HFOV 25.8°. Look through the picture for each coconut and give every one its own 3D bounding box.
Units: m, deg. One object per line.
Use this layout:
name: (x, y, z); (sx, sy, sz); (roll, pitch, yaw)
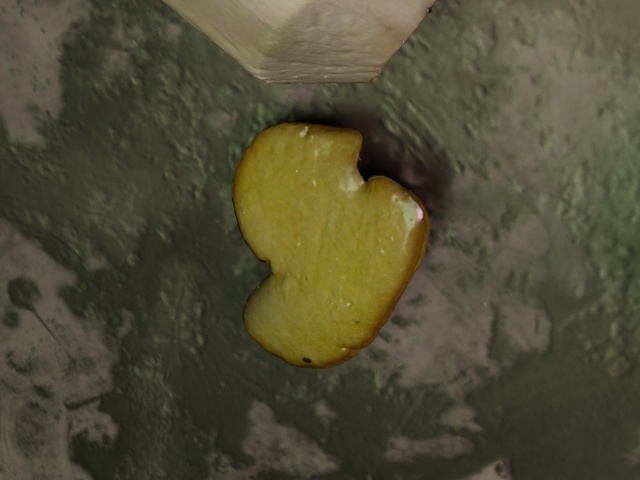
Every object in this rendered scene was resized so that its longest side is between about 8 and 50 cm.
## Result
coconut: (-0.018, -0.208, 0.773); (0.241, 0.241, 0.241); (10, 119, 18)

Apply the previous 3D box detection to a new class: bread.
bread: (0.000, 0.000, 0.970); (0.149, 0.065, 0.188); (39, 128, 13)
